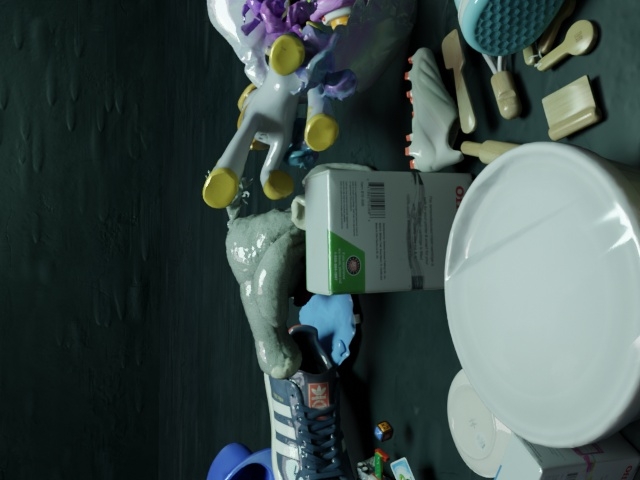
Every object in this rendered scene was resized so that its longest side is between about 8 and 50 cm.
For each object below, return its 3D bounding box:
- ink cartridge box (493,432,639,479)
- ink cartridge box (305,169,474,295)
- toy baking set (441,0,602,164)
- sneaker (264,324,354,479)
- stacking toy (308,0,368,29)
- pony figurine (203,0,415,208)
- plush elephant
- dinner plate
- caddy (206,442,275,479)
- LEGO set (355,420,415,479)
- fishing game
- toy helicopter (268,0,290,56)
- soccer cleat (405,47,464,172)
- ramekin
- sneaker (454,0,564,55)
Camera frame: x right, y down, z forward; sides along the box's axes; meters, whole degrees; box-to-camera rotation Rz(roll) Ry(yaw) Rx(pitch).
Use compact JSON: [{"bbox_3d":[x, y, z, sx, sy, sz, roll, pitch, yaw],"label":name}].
[{"bbox_3d":[0.237,0.232,0.663,0.052,0.122,0.088,-122,39,-56],"label":"ink cartridge box"},{"bbox_3d":[0.091,-0.010,0.878,0.087,0.208,0.153,175,95,-69],"label":"ink cartridge box"},{"bbox_3d":[0.226,-0.179,0.790,0.256,0.030,0.197,18,102,58],"label":"toy baking set"},{"bbox_3d":[-0.013,0.295,1.121,0.148,0.131,0.350,115,144,-43],"label":"sneaker"},{"bbox_3d":[0.024,-0.421,1.124,0.175,0.165,0.302,-177,71,-75],"label":"stacking toy"},{"bbox_3d":[-0.045,-0.236,0.935,0.351,0.303,0.363,-60,17,23],"label":"pony figurine"},{"bbox_3d":[0.000,0.000,1.067,0.272,0.255,0.330,-62,-46,-61],"label":"plush elephant"},{"bbox_3d":[0.200,0.233,0.876,0.141,0.017,0.141,177,90,-65],"label":"dinner plate"},{"bbox_3d":[-0.094,0.537,1.274,0.179,0.241,0.341,-160,71,-69],"label":"caddy"},{"bbox_3d":[0.129,0.398,1.025,0.244,0.060,0.182,66,149,19],"label":"LEGO set"},{"bbox_3d":[0.019,0.144,1.253,0.189,0.041,0.264,6,92,59],"label":"fishing game"},{"bbox_3d":[-0.108,-0.496,1.452,0.355,0.140,0.235,-142,45,-73],"label":"toy helicopter"},{"bbox_3d":[0.156,-0.178,0.915,0.068,0.076,0.196,53,-144,-57],"label":"soccer cleat"},{"bbox_3d":[0.243,0.046,0.637,0.273,0.127,0.273,178,90,-66],"label":"ramekin"},{"bbox_3d":[0.216,-0.375,0.692,0.319,0.127,0.208,-57,33,39],"label":"sneaker"}]
